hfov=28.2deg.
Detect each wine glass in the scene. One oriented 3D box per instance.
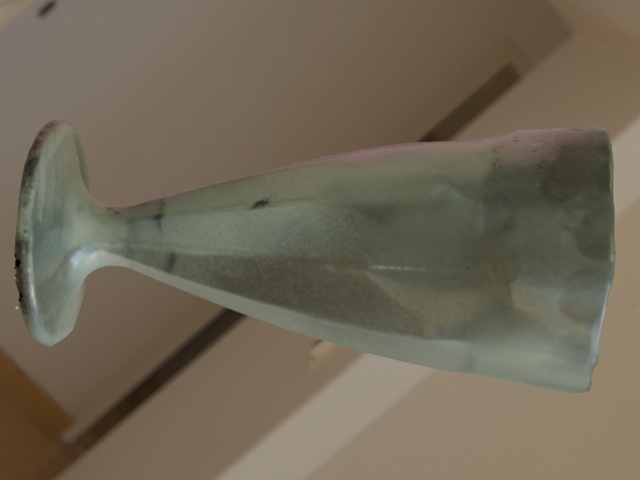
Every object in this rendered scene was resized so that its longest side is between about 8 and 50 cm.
[{"bbox_3d":[0.000,0.000,0.349,0.073,0.155,0.073,4,90,-88],"label":"wine glass"}]
